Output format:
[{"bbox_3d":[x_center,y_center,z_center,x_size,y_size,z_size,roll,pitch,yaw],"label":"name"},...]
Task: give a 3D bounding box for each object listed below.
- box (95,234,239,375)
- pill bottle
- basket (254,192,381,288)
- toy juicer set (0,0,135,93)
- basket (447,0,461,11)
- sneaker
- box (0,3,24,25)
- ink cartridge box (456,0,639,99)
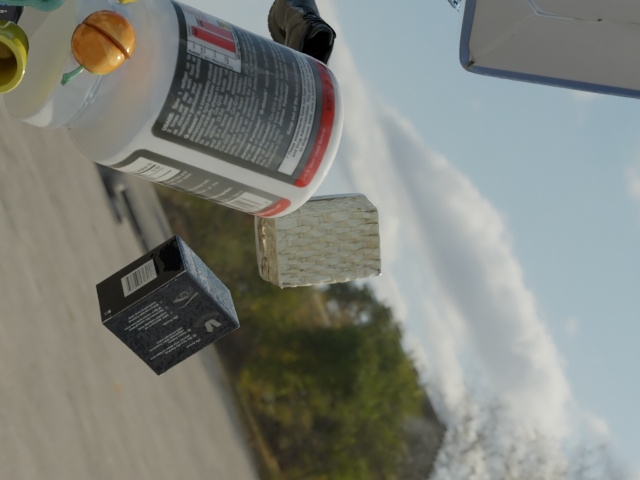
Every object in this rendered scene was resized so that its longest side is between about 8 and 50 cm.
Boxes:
[{"bbox_3d":[-0.235,0.101,2.226,0.158,0.156,0.093,51,13,-40],"label":"box"},{"bbox_3d":[-0.170,-0.170,1.704,0.363,0.210,0.210,19,28,-35],"label":"pill bottle"},{"bbox_3d":[0.000,0.000,2.046,0.103,0.167,0.113,-148,-127,-71],"label":"basket"},{"bbox_3d":[-0.266,-0.300,1.439,0.089,0.209,0.329,-83,175,-61],"label":"toy juicer set"},{"bbox_3d":[0.278,-0.457,2.351,0.289,0.201,0.255,35,10,17],"label":"basket"},{"bbox_3d":[-0.022,-0.360,2.574,0.130,0.109,0.286,-49,-144,44],"label":"sneaker"},{"bbox_3d":[-0.530,-0.424,1.936,0.073,0.295,0.293,37,-61,50],"label":"box"},{"bbox_3d":[0.290,-0.257,1.594,0.395,0.270,0.151,-70,169,-75],"label":"ink cartridge box"}]
